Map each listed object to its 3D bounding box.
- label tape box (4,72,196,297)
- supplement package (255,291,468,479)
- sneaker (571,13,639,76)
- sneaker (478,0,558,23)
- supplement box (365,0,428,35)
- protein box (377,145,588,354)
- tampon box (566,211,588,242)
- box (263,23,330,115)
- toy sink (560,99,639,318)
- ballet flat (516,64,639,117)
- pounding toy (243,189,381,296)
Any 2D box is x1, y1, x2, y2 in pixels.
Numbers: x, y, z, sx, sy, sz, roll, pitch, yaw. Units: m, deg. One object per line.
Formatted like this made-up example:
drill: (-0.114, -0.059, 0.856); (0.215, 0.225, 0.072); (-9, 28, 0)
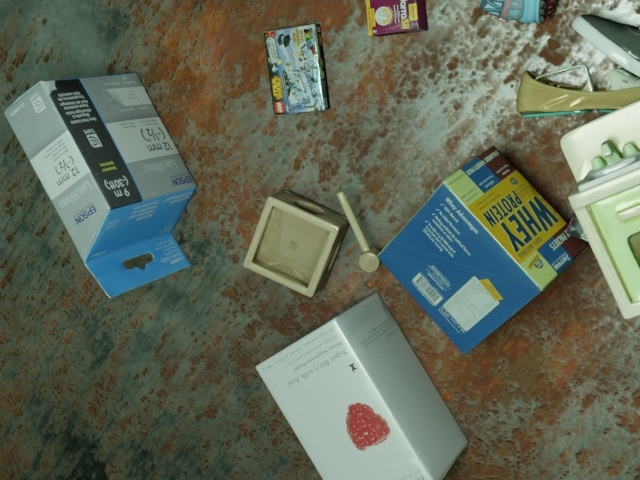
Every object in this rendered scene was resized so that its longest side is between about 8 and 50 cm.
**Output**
label tape box: (-0.335, -0.102, 1.597); (0.115, 0.249, 0.348); (-32, 86, 29)
supplement package: (0.070, 0.264, 1.520); (0.177, 0.175, 0.293); (-34, 86, 27)
sneaker: (0.486, -0.263, 1.241); (0.295, 0.104, 0.147); (30, 111, 11)
sneaker: (0.263, -0.432, 1.310); (0.125, 0.104, 0.262); (7, 104, 27)
supplement box: (0.115, -0.340, 1.437); (0.083, 0.043, 0.055); (-2, 99, 26)
protein box: (0.229, 0.016, 1.372); (0.200, 0.136, 0.201); (48, 140, 9)
tampon box: (0.423, -0.071, 1.300); (0.101, 0.120, 0.161); (28, 112, 17)
box: (-0.038, -0.275, 1.537); (0.093, 0.027, 0.137); (-2, 100, 25)
toy sink: (0.402, -0.046, 1.173); (0.152, 0.131, 0.234); (-23, 94, 25)
ballet flat: (0.381, -0.205, 1.310); (0.232, 0.080, 0.073); (5, 102, 28)
pounding toy: (0.008, -0.006, 1.544); (0.206, 0.094, 0.181); (24, 106, 10)
